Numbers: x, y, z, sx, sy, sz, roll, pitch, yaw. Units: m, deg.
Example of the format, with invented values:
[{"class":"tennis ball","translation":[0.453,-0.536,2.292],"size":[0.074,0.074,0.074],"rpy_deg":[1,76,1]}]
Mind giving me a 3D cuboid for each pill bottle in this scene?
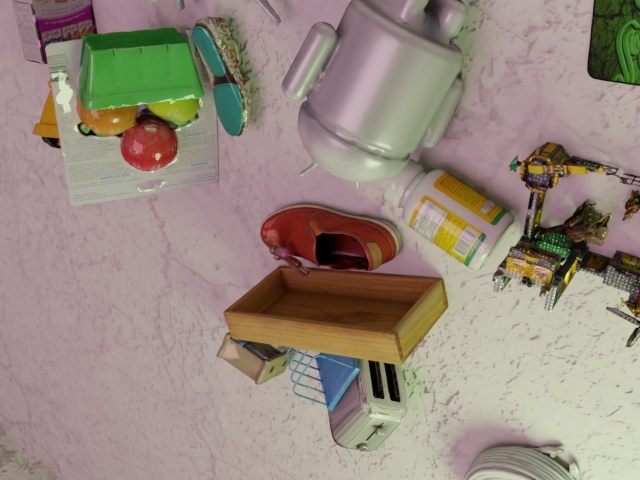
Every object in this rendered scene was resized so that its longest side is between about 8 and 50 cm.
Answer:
[{"class":"pill bottle","translation":[0.217,-0.050,1.258],"size":[0.208,0.117,0.117],"rpy_deg":[35,132,15]}]

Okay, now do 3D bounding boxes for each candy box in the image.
[{"class":"candy box","translation":[-0.576,-0.516,1.560],"size":[0.071,0.159,0.233],"rpy_deg":[18,125,27]}]

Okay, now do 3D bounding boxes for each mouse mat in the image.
[{"class":"mouse mat","translation":[0.440,-0.303,0.988],"size":[0.152,0.007,0.190],"rpy_deg":[23,129,43]}]

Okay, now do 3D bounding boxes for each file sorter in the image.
[{"class":"file sorter","translation":[-0.004,0.248,1.532],"size":[0.104,0.170,0.118],"rpy_deg":[23,112,-21]}]

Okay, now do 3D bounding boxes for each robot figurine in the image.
[{"class":"robot figurine","translation":[0.091,-0.239,1.153],"size":[0.300,0.200,0.353],"rpy_deg":[17,116,-24]}]

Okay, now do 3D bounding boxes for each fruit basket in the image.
[{"class":"fruit basket","translation":[-0.371,-0.252,1.489],"size":[0.165,0.327,0.353],"rpy_deg":[-124,30,-44]}]

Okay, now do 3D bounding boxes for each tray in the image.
[{"class":"tray","translation":[0.026,0.141,1.461],"size":[0.411,0.203,0.076],"rpy_deg":[4,119,36]}]

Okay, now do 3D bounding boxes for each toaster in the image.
[{"class":"toaster","translation":[0.097,0.322,1.539],"size":[0.129,0.227,0.146],"rpy_deg":[17,134,-23]}]

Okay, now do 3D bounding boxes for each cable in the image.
[{"class":"cable","translation":[0.415,0.539,1.480],"size":[0.257,0.089,0.257],"rpy_deg":[-10,109,41]}]

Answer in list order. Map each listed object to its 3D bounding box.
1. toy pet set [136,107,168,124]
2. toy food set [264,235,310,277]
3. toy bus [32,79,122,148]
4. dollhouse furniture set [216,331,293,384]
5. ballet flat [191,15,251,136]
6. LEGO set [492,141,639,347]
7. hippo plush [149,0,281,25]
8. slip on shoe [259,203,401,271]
[{"class":"toy pet set","translation":[-0.399,-0.263,1.607],"size":[0.065,0.114,0.122],"rpy_deg":[7,120,28]},{"class":"toy food set","translation":[-0.068,0.040,1.499],"size":[0.122,0.019,0.078],"rpy_deg":[42,161,-12]},{"class":"toy bus","translation":[-0.515,-0.298,1.652],"size":[0.149,0.220,0.211],"rpy_deg":[9,88,34]},{"class":"dollhouse furniture set","translation":[-0.128,0.215,1.702],"size":[0.129,0.129,0.184],"rpy_deg":[30,106,21]},{"class":"ballet flat","translation":[-0.177,-0.325,1.423],"size":[0.091,0.077,0.241],"rpy_deg":[8,126,36]},{"class":"LEGO set","translation":[0.410,0.007,1.092],"size":[0.331,0.192,0.255],"rpy_deg":[27,129,22]},{"class":"hippo plush","translation":[-0.234,-0.529,1.284],"size":[0.236,0.294,0.234],"rpy_deg":[31,116,54]},{"class":"slip on shoe","translation":[0.000,0.000,1.469],"size":[0.331,0.101,0.123],"rpy_deg":[9,122,35]}]
